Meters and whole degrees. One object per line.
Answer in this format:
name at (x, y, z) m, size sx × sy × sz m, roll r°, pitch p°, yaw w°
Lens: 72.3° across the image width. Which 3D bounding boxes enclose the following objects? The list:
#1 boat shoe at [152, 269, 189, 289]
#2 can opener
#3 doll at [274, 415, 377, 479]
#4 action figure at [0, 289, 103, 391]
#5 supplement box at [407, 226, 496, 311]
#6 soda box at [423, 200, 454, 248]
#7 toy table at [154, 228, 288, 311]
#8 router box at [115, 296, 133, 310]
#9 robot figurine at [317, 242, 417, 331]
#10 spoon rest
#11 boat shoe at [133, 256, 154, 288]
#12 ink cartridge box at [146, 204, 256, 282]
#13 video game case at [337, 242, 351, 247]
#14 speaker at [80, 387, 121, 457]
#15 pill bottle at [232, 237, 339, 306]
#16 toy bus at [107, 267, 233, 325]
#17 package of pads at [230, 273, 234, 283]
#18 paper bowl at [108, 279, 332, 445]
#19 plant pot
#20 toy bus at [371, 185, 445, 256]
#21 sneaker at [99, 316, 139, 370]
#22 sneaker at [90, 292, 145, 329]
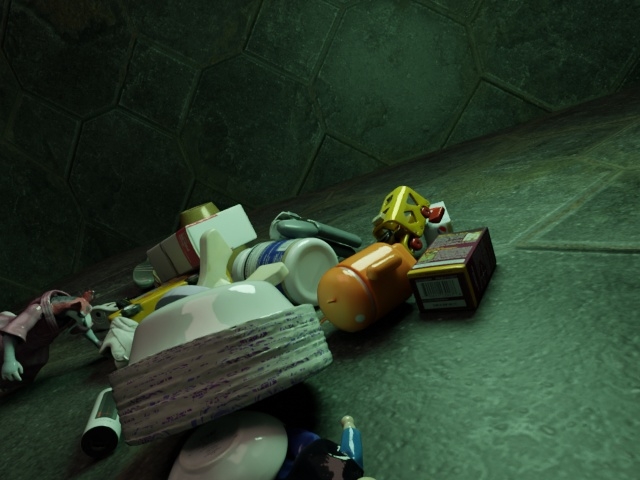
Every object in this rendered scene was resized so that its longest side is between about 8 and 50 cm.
boat shoe at (-0.506, 0.143, 1.509) m, size 0.285 × 0.089 × 0.105 m, roll -6°, pitch 18°, yaw 44°
can opener at (0.000, 0.000, 1.117) m, size 0.284 × 0.075 × 0.095 m, roll 17°, pitch 18°, yaw -36°
doll at (-0.005, 0.242, 0.471) m, size 0.129 × 0.046 × 0.189 m, roll -39°, pitch 23°, yaw -33°
action figure at (-0.696, 0.212, 1.075) m, size 0.370 × 0.275 × 0.248 m, roll -35°, pitch -17°, yaw 9°
supplement box at (0.248, 0.050, 0.808) m, size 0.104 × 0.080 × 0.188 m, roll -10°, pitch 16°, yaw 36°
soda box at (0.294, -0.035, 1.102) m, size 0.069 × 0.073 × 0.216 m, roll -16°, pitch 13°, yaw 16°
toy table at (-0.192, 0.120, 0.889) m, size 0.275 × 0.252 × 0.160 m, roll 1°, pitch 39°, yaw 31°
router box at (-0.541, 0.216, 1.259) m, size 0.038 × 0.092 × 0.123 m, roll -28°, pitch 16°, yaw -33°
robot figurine at (0.085, 0.086, 0.807) m, size 0.220 × 0.128 × 0.158 m, roll -27°, pitch 17°, yaw -32°
spoon rest at (-0.160, 0.277, 0.468) m, size 0.277 × 0.084 × 0.137 m, roll -25°, pitch 18°, yaw -14°
boat shoe at (-0.700, 0.137, 1.841) m, size 0.118 × 0.102 × 0.320 m, roll -2°, pitch 17°, yaw -9°
ink cartridge box at (-0.364, 0.014, 1.321) m, size 0.283 × 0.117 × 0.207 m, roll -21°, pitch 7°, yaw 44°
video game case at (-0.041, 0.058, 1.326) m, size 0.193 × 0.023 × 0.213 m, roll -30°, pitch 16°, yaw -36°
speaker at (-0.359, 0.302, 0.734) m, size 0.055 × 0.055 × 0.136 m, roll -23°, pitch 13°, yaw -13°
pill bottle at (-0.093, 0.075, 1.047) m, size 0.153 × 0.153 × 0.265 m, roll -30°, pitch 16°, yaw -37°
toy bus at (-0.400, 0.171, 1.201) m, size 0.333 × 0.108 × 0.130 m, roll -28°, pitch 15°, yaw -32°
package of pads at (-0.300, 0.133, 1.377) m, size 0.084 × 0.031 × 0.050 m, roll -20°, pitch 12°, yaw 0°
paper bowl at (-0.137, 0.153, 0.606) m, size 0.285 × 0.147 × 0.284 m, roll -21°, pitch -12°, yaw -5°
plant pot at (-0.402, -0.002, 1.589) m, size 0.237 × 0.254 × 0.237 m, roll -19°, pitch 12°, yaw 4°
toy bus at (0.170, -0.027, 0.990) m, size 0.190 × 0.104 × 0.202 m, roll -55°, pitch 12°, yaw 7°
sneaker at (-0.402, 0.249, 0.990) m, size 0.232 × 0.090 × 0.115 m, roll 1°, pitch 53°, yaw 29°
sneaker at (-0.637, 0.225, 1.421) m, size 0.217 × 0.079 × 0.121 m, roll -8°, pitch 12°, yaw 14°
